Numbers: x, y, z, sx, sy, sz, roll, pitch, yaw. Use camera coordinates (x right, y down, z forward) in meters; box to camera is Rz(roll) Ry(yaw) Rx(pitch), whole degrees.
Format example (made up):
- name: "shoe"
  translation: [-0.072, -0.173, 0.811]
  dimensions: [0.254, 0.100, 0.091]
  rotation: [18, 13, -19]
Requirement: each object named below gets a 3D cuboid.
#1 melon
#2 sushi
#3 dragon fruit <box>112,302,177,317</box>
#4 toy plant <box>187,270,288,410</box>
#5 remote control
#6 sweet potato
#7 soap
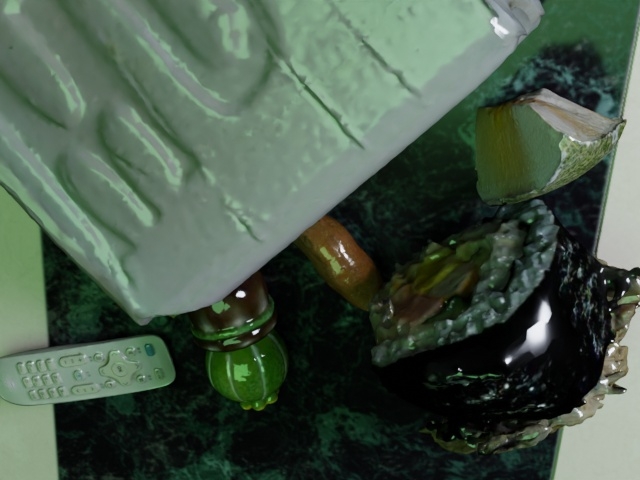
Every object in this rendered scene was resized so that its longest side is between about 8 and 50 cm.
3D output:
- name: "melon"
  translation: [0.210, -0.092, 0.959]
  dimensions: [0.139, 0.202, 0.093]
  rotation: [-17, 92, -13]
- name: "sushi"
  translation: [0.175, 0.103, 1.001]
  dimensions: [0.238, 0.225, 0.219]
  rotation: [-2, 134, 40]
- name: "dragon fruit"
  translation: [-0.183, 0.041, 1.152]
  dimensions: [0.116, 0.081, 0.086]
  rotation: [35, 121, -30]
- name: "toy plant"
  translation: [-0.085, 0.106, 1.146]
  dimensions: [0.093, 0.093, 0.162]
  rotation: [-6, 114, 19]
- name: "remote control"
  translation: [-0.279, 0.147, 1.254]
  dimensions: [0.229, 0.044, 0.073]
  rotation: [-10, 115, 12]
- name: "sweet potato"
  translation: [0.000, 0.000, 1.094]
  dimensions: [0.195, 0.056, 0.056]
  rotation: [45, 119, -3]
- name: "soap"
  translation: [-0.081, -0.173, 0.925]
  dimensions: [0.435, 0.213, 0.350]
  rotation: [-36, 93, 25]
